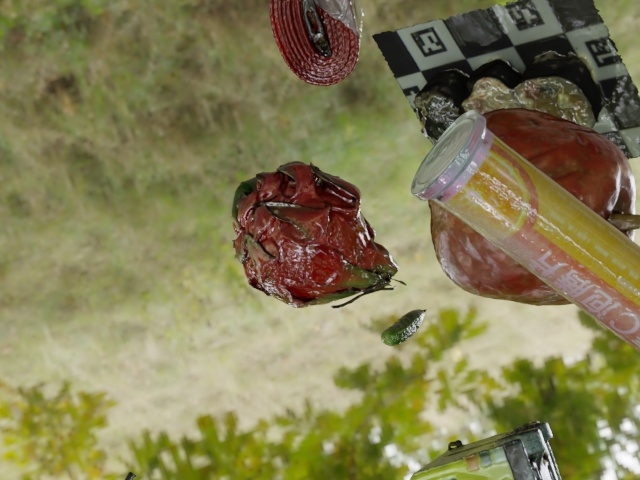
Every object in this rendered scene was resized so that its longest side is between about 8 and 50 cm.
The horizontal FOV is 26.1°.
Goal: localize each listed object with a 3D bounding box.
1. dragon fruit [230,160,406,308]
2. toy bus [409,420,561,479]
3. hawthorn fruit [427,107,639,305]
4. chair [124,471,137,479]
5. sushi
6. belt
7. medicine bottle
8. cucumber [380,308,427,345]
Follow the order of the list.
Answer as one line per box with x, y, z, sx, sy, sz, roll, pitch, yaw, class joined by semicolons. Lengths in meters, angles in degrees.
0.000;0.000;2.114;0.293;0.233;0.234;18;-169;5;dragon fruit
0.182;0.268;1.439;0.150;0.128;0.262;-19;173;11;toy bus
0.257;-0.036;1.682;0.258;0.258;0.262;-20;-156;-16;hawthorn fruit
-0.159;0.408;1.896;0.141;0.154;0.260;-5;163;29;chair
0.260;-0.180;1.972;0.373;0.296;0.100;-7;-143;41;sushi
-0.005;-0.344;2.062;0.128;0.200;0.124;-8;-147;11;belt
0.295;0.029;1.452;0.108;0.426;0.108;-52;-169;15;medicine bottle
0.137;0.144;2.267;0.037;0.037;0.155;-15;-172;32;cucumber
